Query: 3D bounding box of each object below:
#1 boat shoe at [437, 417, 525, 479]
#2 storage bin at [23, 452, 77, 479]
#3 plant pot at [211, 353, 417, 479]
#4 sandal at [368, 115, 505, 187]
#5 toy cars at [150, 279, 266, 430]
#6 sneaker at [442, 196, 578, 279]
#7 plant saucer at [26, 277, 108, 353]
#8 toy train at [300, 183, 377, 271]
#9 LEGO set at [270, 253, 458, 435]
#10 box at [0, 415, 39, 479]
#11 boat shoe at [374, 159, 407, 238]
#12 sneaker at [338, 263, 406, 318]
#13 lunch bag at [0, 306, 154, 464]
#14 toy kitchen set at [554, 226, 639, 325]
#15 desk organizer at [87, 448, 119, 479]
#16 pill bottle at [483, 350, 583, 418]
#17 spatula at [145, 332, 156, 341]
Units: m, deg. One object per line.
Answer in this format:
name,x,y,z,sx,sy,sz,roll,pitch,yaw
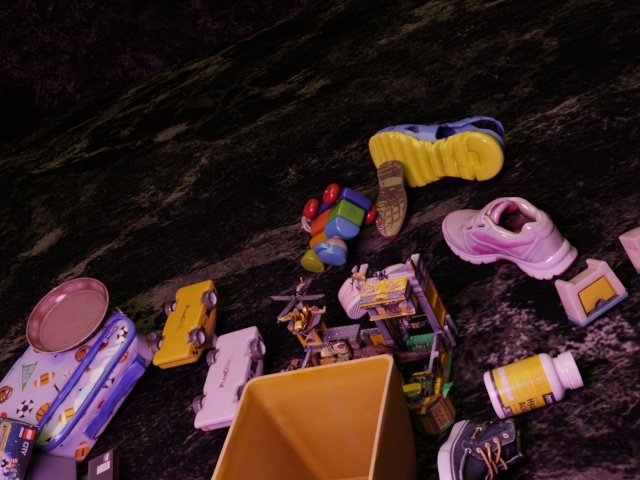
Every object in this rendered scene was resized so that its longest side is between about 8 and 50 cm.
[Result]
boat shoe,0.194,0.259,0.941,0.083,0.065,0.183,-14,8,20
storage bin,-0.447,0.411,1.278,0.091,0.098,0.135,11,21,-22
plant pot,0.014,0.294,0.968,0.212,0.187,0.212,-14,34,24
sandal,0.243,-0.186,1.582,0.317,0.126,0.138,7,36,38
toy cars,-0.186,0.205,1.381,0.176,0.087,0.393,-41,35,-10
sneaker,0.295,-0.025,1.285,0.103,0.111,0.252,-44,33,-24
plant saucer,-0.464,0.144,1.464,0.168,0.029,0.168,-13,46,14
toy train,0.000,0.000,1.538,0.248,0.105,0.143,-32,33,58
LEGO set,0.044,0.151,1.152,0.331,0.192,0.255,-7,37,34
box,-0.519,0.402,1.251,0.159,0.044,0.233,-14,59,59
boat shoe,0.143,-0.074,1.543,0.064,0.060,0.178,-7,53,15
sneaker,0.088,0.074,1.370,0.134,0.051,0.070,-37,36,-5
lunch bag,-0.455,0.258,1.456,0.243,0.115,0.303,8,55,36
toy kitchen set,0.443,0.078,1.039,0.166,0.122,0.207,-33,10,-6
desk organizer,-0.335,0.398,1.242,0.047,0.050,0.130,-28,30,2
pill bottle,0.279,0.185,1.029,0.116,0.065,0.065,-22,31,13
spatula,-0.445,0.267,1.551,0.296,0.030,0.084,-26,33,7
